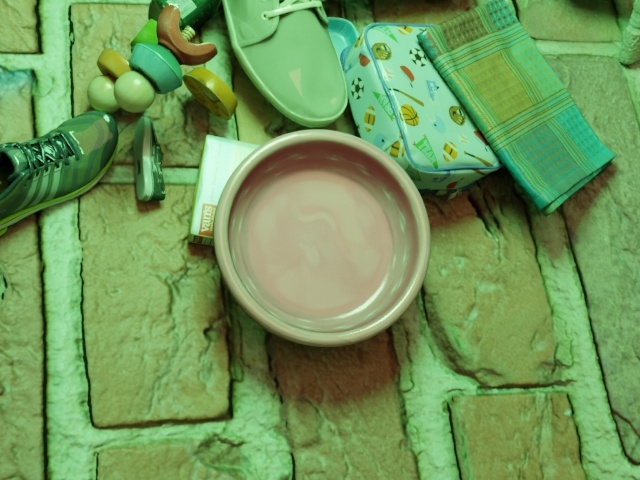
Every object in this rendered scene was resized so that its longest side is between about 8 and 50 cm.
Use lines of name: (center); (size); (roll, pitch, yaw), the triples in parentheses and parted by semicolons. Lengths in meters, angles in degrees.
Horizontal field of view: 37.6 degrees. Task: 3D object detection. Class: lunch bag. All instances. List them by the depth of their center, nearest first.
lunch bag: (0.174, -0.216, 1.579); (0.243, 0.115, 0.304); (-5, 71, -35)

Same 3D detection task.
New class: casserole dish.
casserole dish: (-0.015, -0.328, 1.626); (0.188, 0.037, 0.114); (-6, 70, -18)

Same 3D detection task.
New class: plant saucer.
plant saucer: (0.000, 0.000, 1.427); (0.332, 0.084, 0.332); (3, 76, -12)

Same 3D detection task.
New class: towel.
towel: (0.347, -0.240, 1.618); (0.271, 0.040, 0.370); (-32, 87, -43)
towel: (0.684, -0.457, 1.782); (0.282, 0.187, 0.049); (-32, 56, -22)

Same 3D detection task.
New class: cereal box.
cereal box: (-0.081, -0.062, 1.497); (0.240, 0.047, 0.173); (11, 69, -10)

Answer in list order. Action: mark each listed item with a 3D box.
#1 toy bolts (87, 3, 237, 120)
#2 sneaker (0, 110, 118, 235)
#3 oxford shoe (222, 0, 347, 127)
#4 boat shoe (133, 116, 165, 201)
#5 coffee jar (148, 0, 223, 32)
toy bolts: (-0.243, -0.231, 1.439); (0.218, 0.228, 0.158); (43, 76, -11)
sneaker: (-0.422, -0.104, 1.384); (0.300, 0.121, 0.111); (-39, 83, -24)
oxford shoe: (-0.073, -0.396, 1.507); (0.169, 0.130, 0.450); (-21, 89, -28)
boat shoe: (-0.268, -0.126, 1.479); (0.040, 0.049, 0.142); (7, 68, -32)
coffee jar: (-0.201, -0.415, 1.578); (0.079, 0.096, 0.184); (44, 64, 1)
